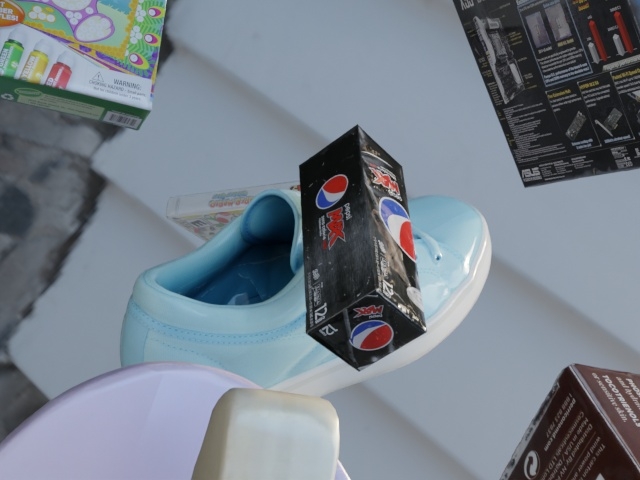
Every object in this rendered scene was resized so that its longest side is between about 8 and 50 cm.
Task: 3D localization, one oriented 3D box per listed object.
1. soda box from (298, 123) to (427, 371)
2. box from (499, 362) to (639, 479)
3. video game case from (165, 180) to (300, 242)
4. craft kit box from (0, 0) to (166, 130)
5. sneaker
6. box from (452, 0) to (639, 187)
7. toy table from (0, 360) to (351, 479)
[{"bbox_3d":[0.025,0.002,0.910,0.060,0.169,0.053,-33,126,24],"label":"soda box"},{"bbox_3d":[0.250,0.210,0.956,0.203,0.167,0.168,11,119,-26],"label":"box"},{"bbox_3d":[0.000,0.000,1.311,0.227,0.206,0.026,35,55,-52],"label":"video game case"},{"bbox_3d":[-0.260,-0.245,1.234,0.249,0.247,0.061,11,157,-18],"label":"craft kit box"},{"bbox_3d":[0.008,0.021,1.042,0.366,0.135,0.150,-29,138,-38],"label":"sneaker"},{"bbox_3d":[0.262,-0.187,1.371,0.076,0.307,0.242,-24,95,-20],"label":"box"},{"bbox_3d":[-0.041,0.171,0.368,0.252,0.161,0.274,-3,86,-14],"label":"toy table"}]
